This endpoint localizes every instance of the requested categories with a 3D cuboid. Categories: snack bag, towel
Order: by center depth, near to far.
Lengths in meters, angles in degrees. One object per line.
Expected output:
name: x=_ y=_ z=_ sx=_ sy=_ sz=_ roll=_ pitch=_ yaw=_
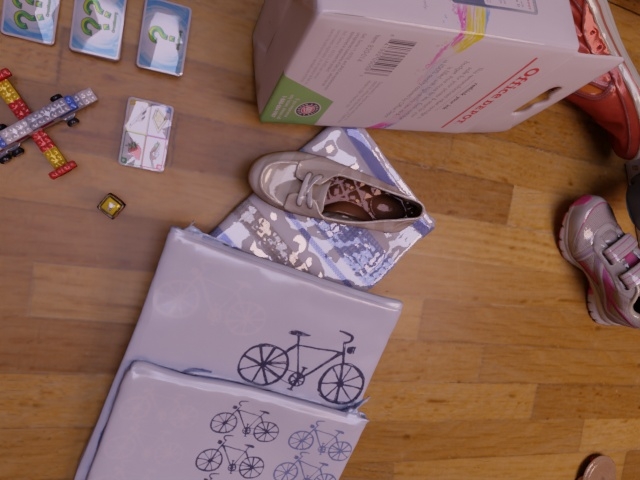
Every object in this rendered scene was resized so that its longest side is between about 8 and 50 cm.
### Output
snack bag: x=-0.079 y=0.183 z=0.585 sx=0.323 sy=0.037 sz=0.342 roll=20 pitch=98 yaw=-21
towel: x=0.000 y=0.000 z=0.620 sx=0.285 sy=0.034 sz=0.209 roll=-43 pitch=108 yaw=-11

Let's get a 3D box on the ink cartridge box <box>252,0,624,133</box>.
ink cartridge box: x=0.121 y=-0.217 z=0.537 sx=0.353 sy=0.207 sz=0.119 roll=-2 pitch=79 yaw=-22

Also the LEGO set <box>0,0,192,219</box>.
LEGO set: x=-0.243 y=-0.149 z=0.497 sx=0.182 sy=0.060 sz=0.244 roll=10 pitch=94 yaw=-18

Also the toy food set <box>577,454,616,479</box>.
toy food set: x=0.498 y=0.425 z=0.868 sx=0.082 sy=0.020 sz=0.083 roll=19 pitch=89 yaw=-22

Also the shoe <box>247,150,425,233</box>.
shoe: x=0.023 y=-0.057 z=0.572 sx=0.219 sy=0.058 sz=0.076 roll=13 pitch=92 yaw=-18

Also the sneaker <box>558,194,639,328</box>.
sneaker: x=0.473 y=0.037 z=0.761 sx=0.103 sy=0.111 sz=0.252 roll=-38 pitch=108 yaw=-13

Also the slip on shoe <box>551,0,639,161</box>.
slip on shoe: x=0.386 y=-0.243 z=0.707 sx=0.101 sy=0.123 sz=0.331 roll=-34 pitch=116 yaw=20

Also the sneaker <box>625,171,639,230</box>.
sneaker: x=0.625 y=-0.095 z=0.714 sx=0.341 sy=0.139 sz=0.125 roll=-27 pitch=104 yaw=-17

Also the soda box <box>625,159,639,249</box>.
soda box: x=0.588 y=-0.042 z=0.819 sx=0.074 sy=0.069 sz=0.216 roll=-22 pitch=103 yaw=-17
